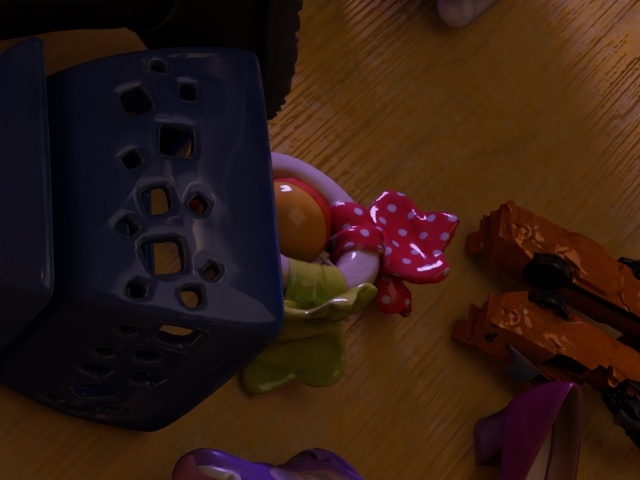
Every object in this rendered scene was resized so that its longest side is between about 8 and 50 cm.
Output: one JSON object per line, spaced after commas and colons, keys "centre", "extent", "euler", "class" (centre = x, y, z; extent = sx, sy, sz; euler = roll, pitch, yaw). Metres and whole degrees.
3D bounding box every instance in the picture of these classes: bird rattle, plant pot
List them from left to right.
{"centre": [-0.175, -0.006, 1.414], "extent": [0.212, 0.236, 0.236], "euler": [7, 64, -28], "class": "plant pot"}
{"centre": [0.000, 0.000, 1.621], "extent": [0.207, 0.143, 0.253], "euler": [44, 45, 1], "class": "bird rattle"}

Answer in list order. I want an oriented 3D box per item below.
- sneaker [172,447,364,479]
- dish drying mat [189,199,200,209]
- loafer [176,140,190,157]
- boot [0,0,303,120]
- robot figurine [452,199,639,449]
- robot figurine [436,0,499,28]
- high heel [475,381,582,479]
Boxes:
{"centre": [-0.022, 0.210, 1.524], "extent": [0.236, 0.095, 0.104], "euler": [28, 46, -31], "class": "sneaker"}
{"centre": [-0.099, -0.034, 1.637], "extent": [0.083, 0.008, 0.032], "euler": [43, 49, -14], "class": "dish drying mat"}
{"centre": [-0.133, -0.102, 1.632], "extent": [0.045, 0.039, 0.125], "euler": [61, 38, -45], "class": "loafer"}
{"centre": [-0.242, -0.172, 1.428], "extent": [0.445, 0.367, 0.146], "euler": [-13, 65, -15], "class": "boot"}
{"centre": [0.266, 0.090, 1.818], "extent": [0.291, 0.085, 0.211], "euler": [30, 52, -23], "class": "robot figurine"}
{"centre": [0.163, -0.363, 1.874], "extent": [0.353, 0.199, 0.300], "euler": [-33, 129, -52], "class": "robot figurine"}
{"centre": [0.200, 0.247, 1.658], "extent": [0.082, 0.117, 0.244], "euler": [16, 58, -32], "class": "high heel"}
